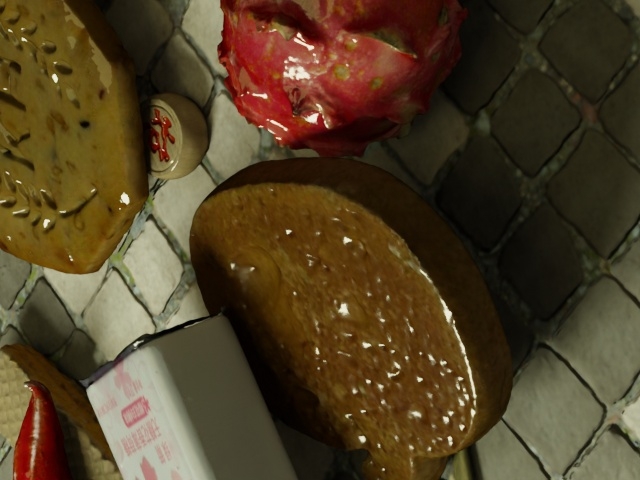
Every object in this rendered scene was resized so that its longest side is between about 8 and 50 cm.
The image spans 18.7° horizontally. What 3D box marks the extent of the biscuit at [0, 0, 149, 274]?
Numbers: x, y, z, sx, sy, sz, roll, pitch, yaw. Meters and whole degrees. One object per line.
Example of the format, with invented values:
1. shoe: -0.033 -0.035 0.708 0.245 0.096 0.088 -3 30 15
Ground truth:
1. biscuit: -0.294 -0.132 1.932 0.359 0.046 0.359 25 126 41

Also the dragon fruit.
1. dragon fruit: 0.023 -0.195 1.585 0.205 0.210 0.268 34 112 14

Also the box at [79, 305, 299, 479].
1. box: -0.083 0.252 1.746 0.190 0.112 0.370 -33 77 59

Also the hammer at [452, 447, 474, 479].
1. hammer: 0.118 0.188 1.662 0.062 0.013 0.199 -11 87 43

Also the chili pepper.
1. chili pepper: -0.251 0.323 1.862 0.137 0.092 0.368 107 146 -52

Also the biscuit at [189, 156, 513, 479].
1. biscuit: 0.030 0.074 1.641 0.367 0.063 0.314 -3 117 54

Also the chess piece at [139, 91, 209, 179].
1. chess piece: -0.145 -0.100 1.852 0.083 0.038 0.084 6 99 40

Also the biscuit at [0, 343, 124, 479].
1. biscuit: -0.215 0.243 1.946 0.378 0.054 0.094 41 121 31
